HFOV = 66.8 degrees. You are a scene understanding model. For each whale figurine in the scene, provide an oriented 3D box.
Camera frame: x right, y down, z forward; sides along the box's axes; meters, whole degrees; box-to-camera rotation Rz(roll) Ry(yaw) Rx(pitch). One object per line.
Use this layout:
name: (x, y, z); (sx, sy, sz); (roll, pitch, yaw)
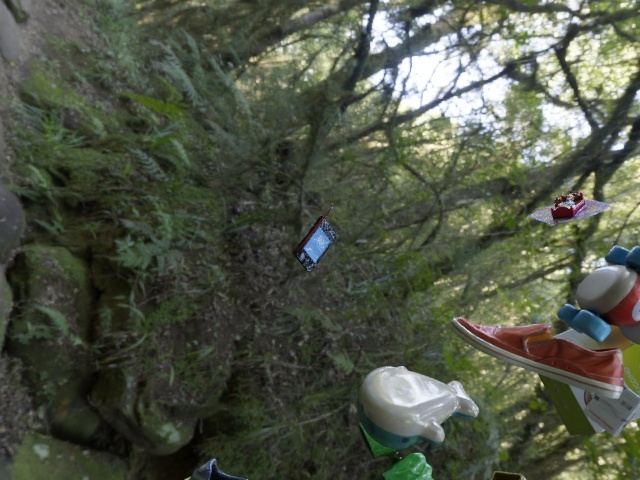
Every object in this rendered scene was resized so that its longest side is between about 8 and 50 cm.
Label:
whale figurine: (0.212, 0.381, 1.093); (0.216, 0.272, 0.141); (-122, -139, -57)

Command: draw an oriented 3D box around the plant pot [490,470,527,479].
plant pot: (0.413, 0.555, 1.032); (0.083, 0.081, 0.081); (42, -32, -8)

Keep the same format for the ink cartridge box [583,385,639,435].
ink cartridge box: (0.856, 0.484, 1.415); (0.135, 0.056, 0.099); (-55, -135, 9)

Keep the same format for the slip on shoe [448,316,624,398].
slip on shoe: (0.426, 0.210, 0.973); (0.123, 0.331, 0.101); (22, 84, -66)

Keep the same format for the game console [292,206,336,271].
game console: (0.000, 0.000, 1.299); (0.085, 0.144, 0.124); (6, -39, 48)

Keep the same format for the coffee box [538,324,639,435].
coffee box: (1.026, 0.495, 1.790); (0.338, 0.334, 0.337); (61, 7, -65)

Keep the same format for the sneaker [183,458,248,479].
sneaker: (-0.178, 0.609, 1.074); (0.300, 0.121, 0.111); (36, 13, 1)

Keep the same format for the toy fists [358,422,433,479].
toy fists: (0.227, 0.633, 1.426); (0.096, 0.142, 0.279); (94, -27, -61)

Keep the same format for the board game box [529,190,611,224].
board game box: (0.543, -0.079, 1.074); (0.168, 0.133, 0.033); (-93, 164, -79)

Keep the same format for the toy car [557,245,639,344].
toy car: (0.719, 0.167, 1.093); (0.238, 0.219, 0.210); (38, 5, 8)
